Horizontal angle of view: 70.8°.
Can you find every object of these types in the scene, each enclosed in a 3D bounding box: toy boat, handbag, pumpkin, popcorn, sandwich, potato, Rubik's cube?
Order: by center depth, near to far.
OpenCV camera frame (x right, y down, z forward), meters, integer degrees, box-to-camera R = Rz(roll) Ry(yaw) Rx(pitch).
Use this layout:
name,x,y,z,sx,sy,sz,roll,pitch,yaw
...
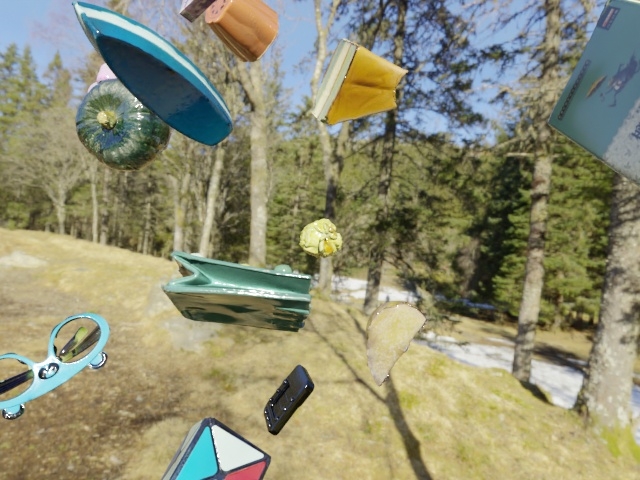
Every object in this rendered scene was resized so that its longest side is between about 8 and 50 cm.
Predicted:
name,x,y,z,sx,sy,sz,roll,pitch,yaw
toy boat,-0.243,-0.243,0.691,0.096,0.062,0.299,-33,-30,13
handbag,-0.153,0.101,0.897,0.273,0.100,0.269,6,-23,-1
potato,0.128,0.194,0.923,0.100,0.172,0.089,33,-1,-9
pumpkin,-0.441,-0.259,1.007,0.211,0.212,0.152,6,-10,20
sandwich,0.115,-0.432,1.318,0.198,0.228,0.155,16,25,-27
Rubik's cube,-0.330,0.715,1.359,0.248,0.250,0.246,33,-37,-5
popcorn,0.000,0.000,1.497,0.135,0.142,0.162,-25,39,7

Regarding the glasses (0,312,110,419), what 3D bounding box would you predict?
name,x,y,z,sx,sy,sz,roll,pitch,yaw
glasses,-0.535,0.218,0.872,0.239,0.102,0.206,-33,22,-28

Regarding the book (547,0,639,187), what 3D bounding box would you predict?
name,x,y,z,sx,sy,sz,roll,pitch,yaw
book,0.566,-0.251,0.780,0.031,0.264,0.380,4,34,-15

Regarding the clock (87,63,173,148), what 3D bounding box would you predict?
name,x,y,z,sx,sy,sz,roll,pitch,yaw
clock,-0.499,-0.353,1.206,0.227,0.090,0.247,15,-24,-24

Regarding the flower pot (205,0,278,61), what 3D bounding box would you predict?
name,x,y,z,sx,sy,sz,roll,pitch,yaw
flower pot,-0.253,-0.677,1.389,0.190,0.191,0.173,6,-10,41

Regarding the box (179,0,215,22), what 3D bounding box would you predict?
name,x,y,z,sx,sy,sz,roll,pitch,yaw
box,-0.265,-0.535,0.994,0.036,0.051,0.117,23,-24,-40

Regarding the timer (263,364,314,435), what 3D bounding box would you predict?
name,x,y,z,sx,sy,sz,roll,pitch,yaw
timer,-0.094,0.479,1.355,0.055,0.187,0.144,39,-2,-18
